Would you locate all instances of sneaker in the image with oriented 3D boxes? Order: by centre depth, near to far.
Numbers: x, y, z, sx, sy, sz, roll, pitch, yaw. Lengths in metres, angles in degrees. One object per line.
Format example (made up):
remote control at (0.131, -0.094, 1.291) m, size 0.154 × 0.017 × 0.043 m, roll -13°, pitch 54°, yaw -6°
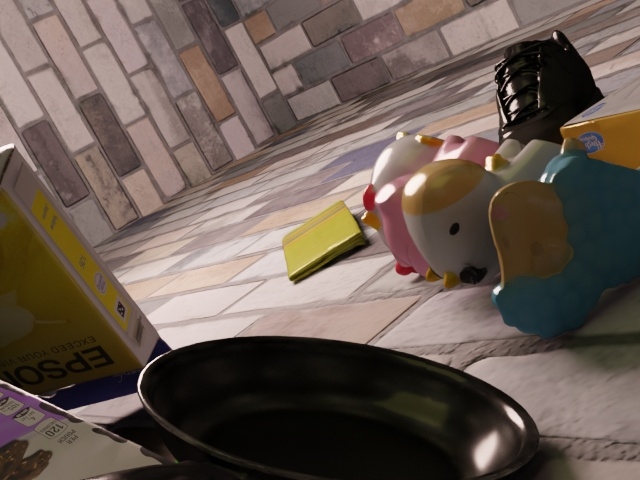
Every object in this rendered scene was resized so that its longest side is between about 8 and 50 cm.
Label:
sneaker at (0.214, -0.130, 0.966) m, size 0.109 × 0.130 × 0.286 m, roll -20°, pitch 14°, yaw 28°

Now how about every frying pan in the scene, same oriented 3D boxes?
frying pan at (0.000, 0.100, 0.417) m, size 0.197 × 0.053 × 0.326 m, roll 8°, pitch 11°, yaw 5°

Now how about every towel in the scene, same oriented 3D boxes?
towel at (0.000, 0.000, 1.201) m, size 0.102 × 0.021 × 0.237 m, roll -33°, pitch 11°, yaw 3°

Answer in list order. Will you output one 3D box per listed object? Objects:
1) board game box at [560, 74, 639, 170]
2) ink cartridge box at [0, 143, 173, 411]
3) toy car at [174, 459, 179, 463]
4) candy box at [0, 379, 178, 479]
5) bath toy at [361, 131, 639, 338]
board game box at (0.378, -0.134, 0.742) m, size 0.242 × 0.064 × 0.316 m, roll -32°, pitch 11°, yaw -21°
ink cartridge box at (-0.314, 0.084, 0.847) m, size 0.304 × 0.307 × 0.072 m, roll -16°, pitch 38°, yaw 15°
toy car at (-0.109, 0.165, 0.599) m, size 0.225 × 0.053 × 0.239 m, roll -31°, pitch 11°, yaw -14°
candy box at (-0.149, 0.162, 0.454) m, size 0.196 × 0.070 × 0.165 m, roll 15°, pitch 36°, yaw 32°
bath toy at (0.111, -0.017, 0.743) m, size 0.151 × 0.129 × 0.348 m, roll 15°, pitch 3°, yaw -15°
